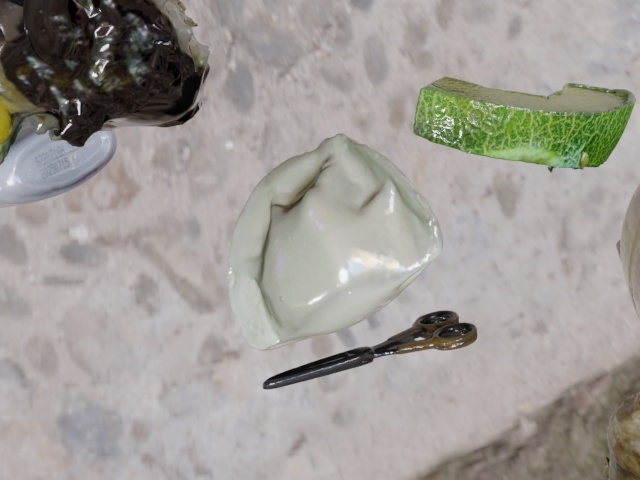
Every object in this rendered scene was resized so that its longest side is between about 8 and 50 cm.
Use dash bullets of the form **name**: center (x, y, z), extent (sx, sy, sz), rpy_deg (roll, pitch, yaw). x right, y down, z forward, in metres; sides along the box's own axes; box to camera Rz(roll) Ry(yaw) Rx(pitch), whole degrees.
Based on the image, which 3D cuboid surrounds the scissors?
- **scissors**: center (0.046, 0.113, 1.628), extent (0.220, 0.088, 0.017), rpy_deg (-16, 110, -16)

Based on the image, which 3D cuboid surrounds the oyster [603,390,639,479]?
- **oyster**: center (0.335, 0.233, 1.409), extent (0.294, 0.166, 0.094), rpy_deg (45, 80, -12)

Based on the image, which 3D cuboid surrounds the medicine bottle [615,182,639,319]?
- **medicine bottle**: center (0.410, 0.025, 1.567), extent (0.236, 0.406, 0.235), rpy_deg (0, 113, -1)

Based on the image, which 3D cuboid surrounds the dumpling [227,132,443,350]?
- **dumpling**: center (0.000, 0.000, 1.633), extent (0.252, 0.131, 0.179), rpy_deg (-36, 79, 30)

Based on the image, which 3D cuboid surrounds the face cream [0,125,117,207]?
- **face cream**: center (-0.323, -0.069, 1.611), extent (0.144, 0.291, 0.071), rpy_deg (-29, 105, -37)

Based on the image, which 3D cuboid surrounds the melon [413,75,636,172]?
- **melon**: center (0.178, -0.103, 1.422), extent (0.210, 0.118, 0.064), rpy_deg (6, 112, -11)

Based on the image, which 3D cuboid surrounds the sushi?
- **sushi**: center (-0.281, -0.202, 1.384), extent (0.285, 0.328, 0.328), rpy_deg (-33, 133, 1)
